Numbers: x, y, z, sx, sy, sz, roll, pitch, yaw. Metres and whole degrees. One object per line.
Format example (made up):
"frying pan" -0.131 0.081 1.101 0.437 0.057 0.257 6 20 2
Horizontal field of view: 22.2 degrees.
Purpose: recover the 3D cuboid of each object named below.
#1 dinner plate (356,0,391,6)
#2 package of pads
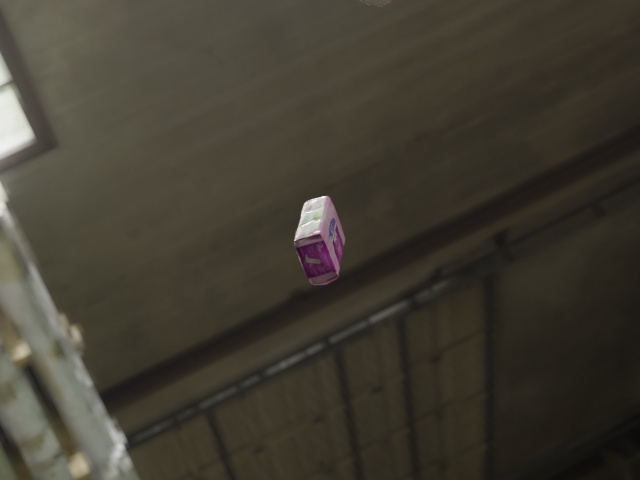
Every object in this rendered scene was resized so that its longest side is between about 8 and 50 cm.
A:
"dinner plate" 0.015 -0.290 1.708 0.141 0.017 0.141 36 -13 10
"package of pads" 0.000 0.000 1.475 0.083 0.032 0.050 -78 149 -63
